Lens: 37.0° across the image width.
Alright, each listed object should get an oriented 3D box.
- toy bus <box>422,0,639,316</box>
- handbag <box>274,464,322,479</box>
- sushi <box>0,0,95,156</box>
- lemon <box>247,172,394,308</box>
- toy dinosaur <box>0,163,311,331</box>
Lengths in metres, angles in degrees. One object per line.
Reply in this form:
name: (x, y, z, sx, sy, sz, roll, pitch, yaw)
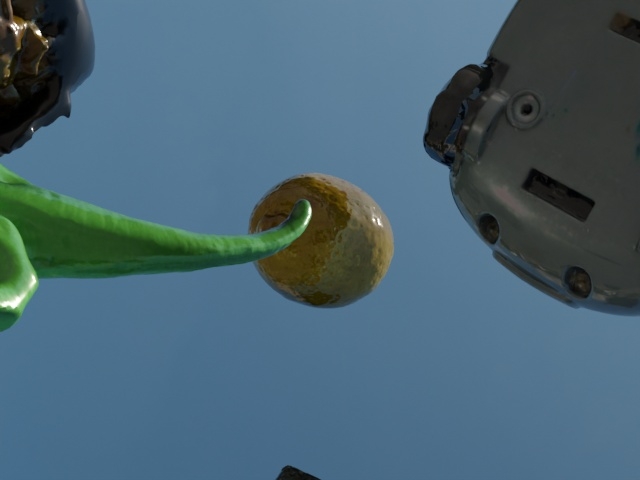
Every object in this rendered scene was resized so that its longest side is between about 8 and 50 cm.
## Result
toy bus: (0.223, -0.089, 0.605, 0.194, 0.232, 0.288, 34, -78, 32)
handbag: (0.012, 0.436, 1.383, 0.270, 0.175, 0.089, 25, -48, 26)
sushi: (-0.325, -0.192, 0.891, 0.213, 0.204, 0.200, -13, -146, 25)
lemon: (0.000, 0.000, 1.202, 0.170, 0.207, 0.170, -18, -117, 40)
toy dinosaur: (-0.284, -0.057, 0.718, 0.374, 0.500, 0.144, 46, -51, 20)
